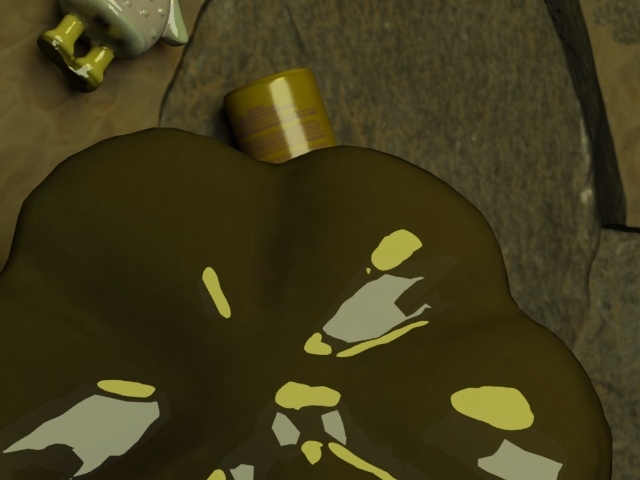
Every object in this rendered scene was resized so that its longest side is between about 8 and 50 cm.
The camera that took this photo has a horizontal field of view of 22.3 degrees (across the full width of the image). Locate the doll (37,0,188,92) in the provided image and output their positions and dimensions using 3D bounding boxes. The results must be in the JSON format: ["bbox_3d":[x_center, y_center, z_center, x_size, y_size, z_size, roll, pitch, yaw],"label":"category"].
[{"bbox_3d":[-0.143,-0.211,1.277,0.129,0.081,0.207,44,64,-21],"label":"doll"}]

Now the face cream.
[{"bbox_3d":[0.000,0.000,1.312,0.078,0.078,0.273,-19,90,-27],"label":"face cream"}]

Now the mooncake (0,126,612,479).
[{"bbox_3d":[-0.039,0.148,1.084,0.467,0.262,0.467,0,61,-1],"label":"mooncake"}]
